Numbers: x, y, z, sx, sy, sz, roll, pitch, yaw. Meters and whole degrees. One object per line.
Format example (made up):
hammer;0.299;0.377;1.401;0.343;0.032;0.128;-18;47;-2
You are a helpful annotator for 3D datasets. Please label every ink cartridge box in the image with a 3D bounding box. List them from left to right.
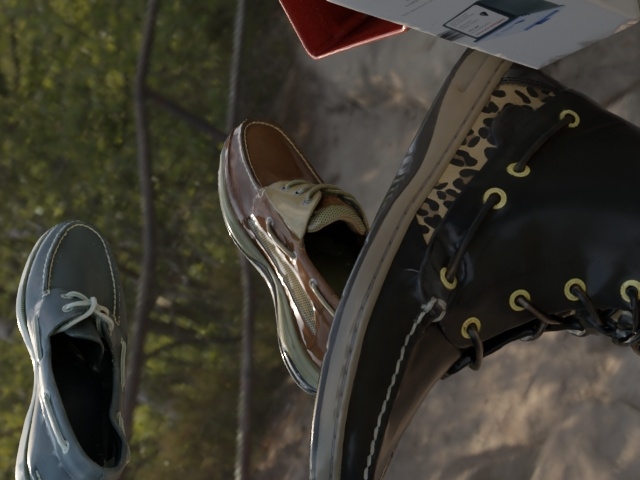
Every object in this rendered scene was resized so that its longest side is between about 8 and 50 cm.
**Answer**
ink cartridge box;0.083;-0.188;0.593;0.082;0.190;0.140;-23;70;44

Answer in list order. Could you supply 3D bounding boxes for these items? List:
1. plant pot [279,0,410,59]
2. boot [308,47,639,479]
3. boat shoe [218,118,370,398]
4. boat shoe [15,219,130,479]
plant pot;0.070;-0.410;1.314;0.235;0.267;0.267;-35;15;-21
boot;0.172;0.049;0.763;0.138;0.284;0.377;89;-156;-61
boat shoe;0.000;0.000;1.054;0.120;0.122;0.324;-54;51;41
boat shoe;-0.221;0.102;1.016;0.099;0.116;0.320;-41;42;39
